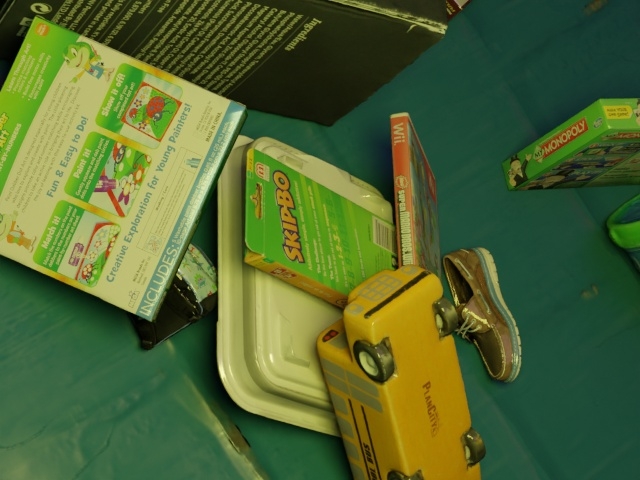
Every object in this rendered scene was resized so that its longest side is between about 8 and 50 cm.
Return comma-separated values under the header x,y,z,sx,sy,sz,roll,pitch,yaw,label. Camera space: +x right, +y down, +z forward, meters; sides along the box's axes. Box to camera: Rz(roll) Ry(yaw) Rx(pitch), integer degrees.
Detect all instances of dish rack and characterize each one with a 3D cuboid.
x,y,z,sx,sy,sz,roll,pitch,yaw,label
0.002,0.048,1.658,0.285,0.072,0.332,22,56,-44,dish rack

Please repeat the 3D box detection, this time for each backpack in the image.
x,y,z,sx,sy,sz,roll,pitch,yaw,label
-0.173,0.043,1.591,0.114,0.105,0.084,56,31,-2,backpack

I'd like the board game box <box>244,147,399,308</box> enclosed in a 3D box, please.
x,y,z,sx,sy,sz,roll,pitch,yaw,label
0.000,0.000,1.589,0.259,0.039,0.124,29,51,-44,board game box

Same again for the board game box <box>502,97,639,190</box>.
x,y,z,sx,sy,sz,roll,pitch,yaw,label
0.435,-0.131,1.960,0.317,0.213,0.046,-4,71,-32,board game box

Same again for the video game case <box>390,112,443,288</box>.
x,y,z,sx,sy,sz,roll,pitch,yaw,label
0.120,0.017,1.737,0.025,0.204,0.285,-7,67,12,video game case

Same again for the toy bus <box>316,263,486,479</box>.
x,y,z,sx,sy,sz,roll,pitch,yaw,label
0.087,0.179,1.556,0.108,0.130,0.332,-33,126,-27,toy bus

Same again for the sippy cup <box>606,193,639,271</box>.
x,y,z,sx,sy,sz,roll,pitch,yaw,label
0.541,0.025,1.961,0.305,0.240,0.224,-31,98,-27,sippy cup

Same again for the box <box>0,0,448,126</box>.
x,y,z,sx,sy,sz,roll,pitch,yaw,label
-0.131,-0.439,1.706,0.472,0.297,0.480,9,66,-26,box

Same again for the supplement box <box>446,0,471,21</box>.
x,y,z,sx,sy,sz,roll,pitch,yaw,label
0.200,-0.413,2.032,0.130,0.073,0.239,47,55,-5,supplement box

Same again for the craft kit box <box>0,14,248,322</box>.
x,y,z,sx,sy,sz,roll,pitch,yaw,label
-0.237,-0.074,1.520,0.247,0.061,0.250,24,87,0,craft kit box

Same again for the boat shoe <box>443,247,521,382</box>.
x,y,z,sx,sy,sz,roll,pitch,yaw,label
0.196,0.096,1.816,0.066,0.066,0.183,-2,60,-27,boat shoe
